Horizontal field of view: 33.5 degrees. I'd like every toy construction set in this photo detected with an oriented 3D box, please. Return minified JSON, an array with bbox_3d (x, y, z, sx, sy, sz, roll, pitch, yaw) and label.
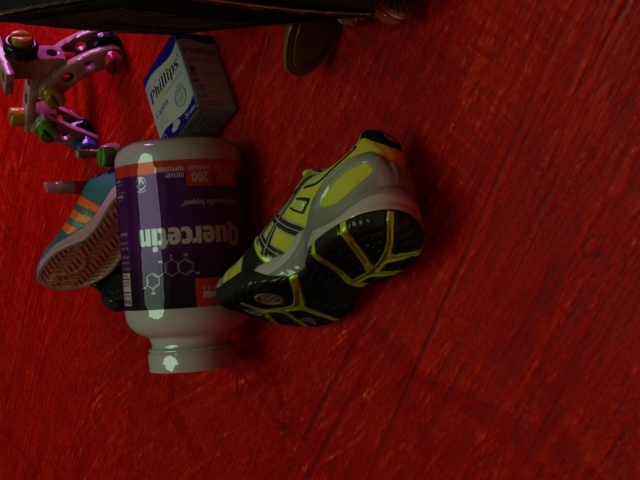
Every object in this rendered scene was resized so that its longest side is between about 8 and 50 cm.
[{"bbox_3d":[-0.474,-0.228,1.840,0.257,0.237,0.308,-34,66,50],"label":"toy construction set"}]

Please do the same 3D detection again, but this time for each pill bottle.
[{"bbox_3d":[-0.192,0.021,1.511,0.181,0.182,0.322,-7,87,55],"label":"pill bottle"}]

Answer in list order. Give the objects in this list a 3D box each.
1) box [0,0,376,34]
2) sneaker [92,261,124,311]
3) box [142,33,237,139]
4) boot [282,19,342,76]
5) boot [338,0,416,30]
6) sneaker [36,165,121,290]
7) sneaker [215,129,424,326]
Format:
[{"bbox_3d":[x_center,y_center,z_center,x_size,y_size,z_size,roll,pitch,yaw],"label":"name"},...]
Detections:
[{"bbox_3d":[-0.178,-0.495,1.238,0.472,0.298,0.479,12,102,55],"label":"box"},{"bbox_3d":[-0.370,0.060,1.881,0.170,0.051,0.089,45,127,38],"label":"sneaker"},{"bbox_3d":[-0.198,-0.218,1.594,0.126,0.072,0.137,-44,57,46],"label":"box"},{"bbox_3d":[-0.035,-0.318,1.365,0.152,0.073,0.197,32,111,51],"label":"boot"},{"bbox_3d":[0.059,-0.275,1.248,0.158,0.059,0.084,56,138,47],"label":"boot"},{"bbox_3d":[-0.375,-0.032,1.811,0.302,0.108,0.121,-40,39,26],"label":"sneaker"},{"bbox_3d":[0.000,0.000,1.309,0.385,0.145,0.147,-31,47,49],"label":"sneaker"}]
